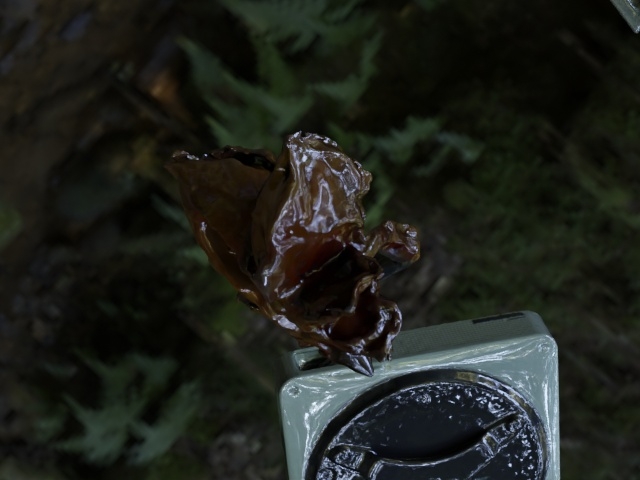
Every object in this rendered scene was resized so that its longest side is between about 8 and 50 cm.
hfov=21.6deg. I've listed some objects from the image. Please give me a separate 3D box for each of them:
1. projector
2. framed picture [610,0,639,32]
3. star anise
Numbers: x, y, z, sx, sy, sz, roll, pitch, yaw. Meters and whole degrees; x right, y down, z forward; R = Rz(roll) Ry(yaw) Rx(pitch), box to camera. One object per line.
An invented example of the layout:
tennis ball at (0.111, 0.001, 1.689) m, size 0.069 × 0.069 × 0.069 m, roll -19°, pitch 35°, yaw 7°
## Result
projector at (0.097, 0.206, 1.566) m, size 0.079 × 0.257 × 0.259 m, roll -109°, pitch -169°, yaw -59°
framed picture at (0.257, -0.303, 1.074) m, size 0.289 × 0.213 × 0.016 m, roll -38°, pitch -169°, yaw 14°
star anise at (-0.006, 0.009, 1.378) m, size 0.148 × 0.237 × 0.346 m, roll -51°, pitch 161°, yaw -1°
